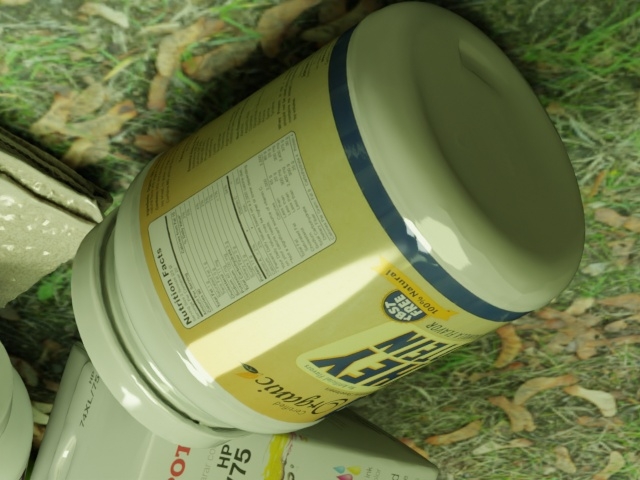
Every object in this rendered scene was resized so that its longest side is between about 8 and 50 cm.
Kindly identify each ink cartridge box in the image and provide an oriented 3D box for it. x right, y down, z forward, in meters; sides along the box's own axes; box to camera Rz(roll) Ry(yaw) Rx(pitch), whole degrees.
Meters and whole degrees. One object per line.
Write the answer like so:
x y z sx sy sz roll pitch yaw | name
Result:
-0.086 0.226 1.368 0.270 0.197 0.198 16 95 -31 | ink cartridge box

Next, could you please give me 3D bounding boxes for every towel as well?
-0.314 0.001 1.286 0.187 0.049 0.282 31 131 -33 | towel

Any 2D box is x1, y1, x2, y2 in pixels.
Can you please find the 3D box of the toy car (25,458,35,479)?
-0.201 0.257 1.515 0.188 0.149 0.155 -29 132 34 | toy car

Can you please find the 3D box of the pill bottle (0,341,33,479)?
-0.323 0.173 1.340 0.169 0.169 0.301 7 150 -11 | pill bottle

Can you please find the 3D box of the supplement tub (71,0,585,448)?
0.000 0.000 1.151 0.316 0.228 0.228 -31 133 31 | supplement tub
